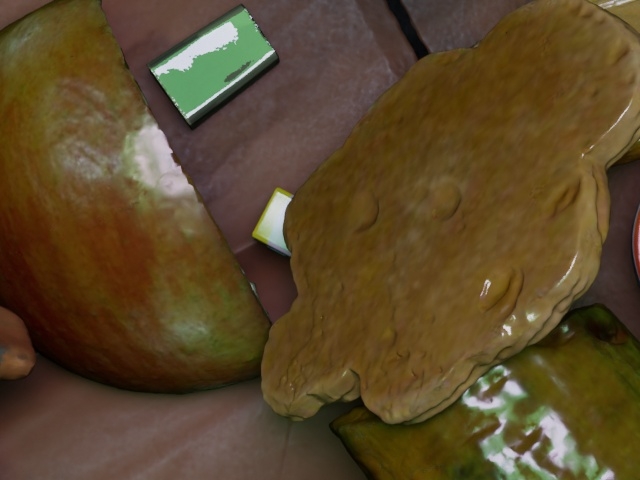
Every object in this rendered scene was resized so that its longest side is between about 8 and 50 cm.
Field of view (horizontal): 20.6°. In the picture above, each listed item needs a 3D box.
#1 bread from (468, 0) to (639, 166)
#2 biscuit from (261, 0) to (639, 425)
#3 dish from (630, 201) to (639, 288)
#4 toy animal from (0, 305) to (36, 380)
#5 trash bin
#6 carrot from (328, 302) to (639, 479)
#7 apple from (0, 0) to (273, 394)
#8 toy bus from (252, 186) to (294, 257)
[{"bbox_3d":[0.217,-0.119,1.352,0.190,0.132,0.114,-16,120,20],"label":"bread"},{"bbox_3d":[0.093,-0.010,1.253,0.376,0.269,0.051,-47,130,13],"label":"biscuit"},{"bbox_3d":[0.360,0.015,1.361,0.256,0.117,0.256,0,86,1],"label":"dish"},{"bbox_3d":[-0.382,0.172,1.337,0.216,0.191,0.338,24,98,-36],"label":"toy animal"},{"bbox_3d":[-0.085,-0.140,1.417,0.092,0.043,0.061,-35,87,-4],"label":"trash bin"},{"bbox_3d":[0.191,0.208,1.296,0.241,0.241,0.341,-38,85,-1],"label":"carrot"},{"bbox_3d":[-0.165,-0.022,1.372,0.179,0.254,0.346,-27,86,-41],"label":"apple"},{"bbox_3d":[0.000,0.000,1.399,0.102,0.058,0.052,28,89,3],"label":"toy bus"}]
